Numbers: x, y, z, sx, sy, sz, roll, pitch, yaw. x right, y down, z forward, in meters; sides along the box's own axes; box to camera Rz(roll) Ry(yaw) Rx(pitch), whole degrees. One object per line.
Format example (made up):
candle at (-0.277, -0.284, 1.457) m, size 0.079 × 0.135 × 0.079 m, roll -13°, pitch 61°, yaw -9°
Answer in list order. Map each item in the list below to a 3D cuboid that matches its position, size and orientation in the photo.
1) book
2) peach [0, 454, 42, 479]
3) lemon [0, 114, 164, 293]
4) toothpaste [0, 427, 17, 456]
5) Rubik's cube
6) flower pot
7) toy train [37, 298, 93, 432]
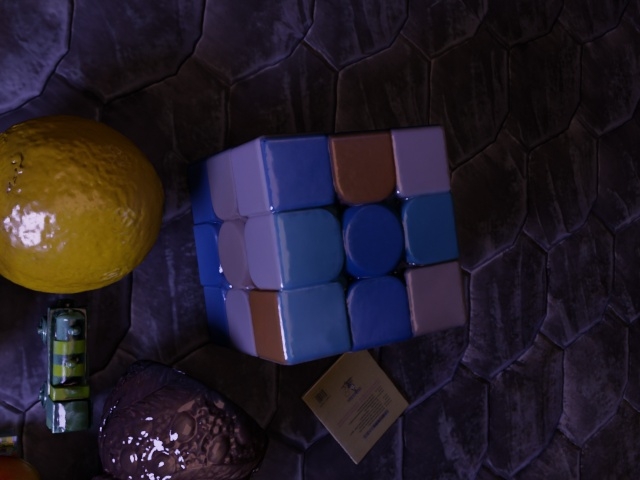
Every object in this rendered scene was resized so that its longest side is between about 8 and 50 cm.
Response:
book at (0.072, 0.320, 1.504) m, size 0.168 × 0.013 × 0.192 m, roll -43°, pitch 108°, yaw -22°
peach at (-0.491, 0.416, 1.099) m, size 0.192 × 0.190 × 0.190 m, roll -24°, pitch 100°, yaw -28°
lemon at (-0.376, -0.053, 1.128) m, size 0.293 × 0.293 × 0.292 m, roll 1°, pitch 88°, yaw -29°
toothpaste at (-0.549, 0.314, 1.149) m, size 0.164 × 0.046 × 0.034 m, roll 1°, pitch 91°, yaw -29°
Rubik's cube at (0.000, 0.000, 1.289) m, size 0.347 × 0.347 × 0.344 m, roll -9°, pitch 92°, yaw -29°
flower pot at (-0.253, 0.364, 1.168) m, size 0.266 × 0.267 × 0.267 m, roll 43°, pitch 61°, yaw -21°
toy train at (-0.396, 0.194, 1.187) m, size 0.083 × 0.132 × 0.200 m, roll -2°, pitch 91°, yaw -29°
